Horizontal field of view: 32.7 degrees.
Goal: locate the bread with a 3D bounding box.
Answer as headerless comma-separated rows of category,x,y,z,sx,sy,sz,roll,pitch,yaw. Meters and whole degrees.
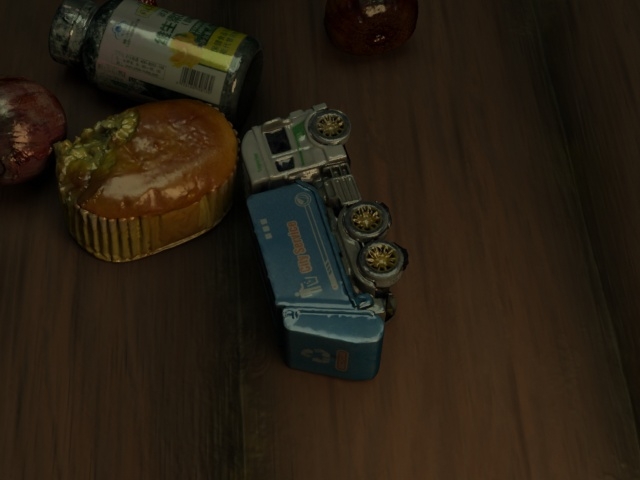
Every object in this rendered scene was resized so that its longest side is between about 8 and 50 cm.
bread,-0.230,-0.089,1.465,0.250,0.133,0.179,-20,65,-18

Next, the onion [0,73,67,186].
onion,-0.413,-0.156,1.490,0.159,0.159,0.195,33,29,15

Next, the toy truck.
toy truck,0.000,0.000,1.423,0.175,0.146,0.367,-12,59,-9

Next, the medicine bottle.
medicine bottle,-0.238,-0.264,1.574,0.293,0.141,0.141,18,56,6

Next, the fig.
fig,0.068,-0.384,1.704,0.146,0.133,0.201,-1,47,-18

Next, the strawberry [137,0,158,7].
strawberry,-0.289,-0.348,1.671,0.073,0.073,0.083,27,71,11
